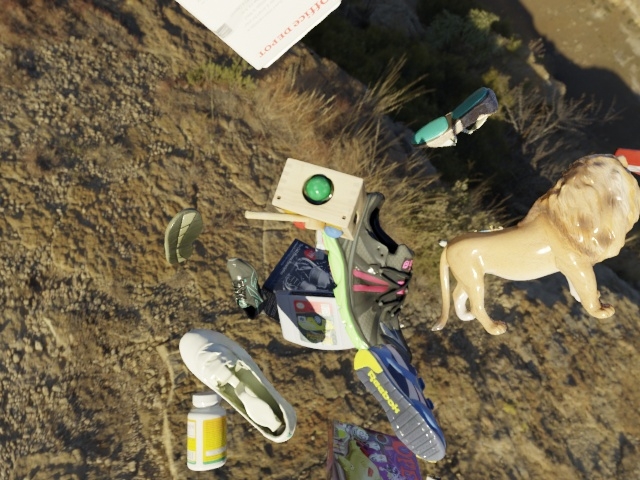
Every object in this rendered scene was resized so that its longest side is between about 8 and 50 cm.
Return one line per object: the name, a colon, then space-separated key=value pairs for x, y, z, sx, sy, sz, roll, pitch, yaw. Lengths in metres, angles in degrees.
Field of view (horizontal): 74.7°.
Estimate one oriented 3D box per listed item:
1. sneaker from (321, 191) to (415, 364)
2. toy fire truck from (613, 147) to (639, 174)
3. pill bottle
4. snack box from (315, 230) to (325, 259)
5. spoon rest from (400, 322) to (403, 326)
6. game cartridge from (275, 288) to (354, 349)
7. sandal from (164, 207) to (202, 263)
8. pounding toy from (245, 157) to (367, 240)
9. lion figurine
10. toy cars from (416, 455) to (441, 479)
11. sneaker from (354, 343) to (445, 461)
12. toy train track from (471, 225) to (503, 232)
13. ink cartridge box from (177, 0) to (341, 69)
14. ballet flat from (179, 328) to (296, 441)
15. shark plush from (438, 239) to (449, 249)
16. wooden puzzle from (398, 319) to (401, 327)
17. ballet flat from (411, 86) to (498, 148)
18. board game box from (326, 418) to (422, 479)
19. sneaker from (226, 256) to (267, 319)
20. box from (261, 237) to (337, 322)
sneaker: x=0.144 y=0.101 z=1.038 sx=0.185 sy=0.202 sz=0.483 roll=-15 pitch=88 yaw=-70
toy fire truck: x=0.867 y=-0.140 z=0.948 sx=0.254 sy=0.169 sz=0.302 roll=13 pitch=14 yaw=-20
pill bottle: x=-0.351 y=0.582 z=1.299 sx=0.117 sy=0.117 sz=0.208 roll=4 pitch=76 yaw=-34
snack box: x=0.000 y=0.000 z=1.578 sx=0.037 sy=0.141 sz=0.100 roll=3 pitch=66 yaw=-3
spoon rest: x=0.343 y=0.272 z=1.985 sx=0.137 sy=0.084 sz=0.276 roll=-8 pitch=99 yaw=-28
game cartridge: x=-0.006 y=0.262 z=1.385 sx=0.060 sy=0.294 sz=0.196 roll=-43 pitch=127 yaw=-56
sandal: x=-0.497 y=-0.019 z=1.465 sx=0.120 sy=0.303 sz=0.086 roll=-13 pitch=65 yaw=-35
pounding toy: x=-0.013 y=-0.048 z=0.599 sx=0.130 sy=0.141 sz=0.100 roll=18 pitch=84 yaw=12
lion figurine: x=0.344 y=0.023 z=0.736 sx=0.240 sy=0.392 sz=0.142 roll=67 pitch=26 yaw=-5
toy cars: x=0.469 y=0.989 z=1.810 sx=0.087 sy=0.176 sz=0.394 roll=27 pitch=24 yaw=-52
sneaker: x=0.102 y=0.182 z=0.492 sx=0.059 sy=0.053 sz=0.144 roll=-12 pitch=60 yaw=-44
toy train track: x=0.419 y=-0.029 z=1.055 sx=0.083 sy=0.048 sz=0.014 roll=-9 pitch=85 yaw=-13
ink cartridge box: x=-0.119 y=-0.431 z=0.650 sx=0.283 sy=0.207 sz=0.117 roll=16 pitch=44 yaw=-63
ballet flat: x=-0.218 y=0.377 z=1.113 sx=0.400 sy=0.139 sz=0.139 roll=42 pitch=46 yaw=5
shark plush: x=0.409 y=0.029 z=1.248 sx=0.161 sy=0.067 sz=0.073 roll=28 pitch=36 yaw=-58
wooden puzzle: x=0.212 y=0.299 z=1.622 sx=0.238 sy=0.044 sz=0.221 roll=-26 pitch=105 yaw=-39
ballet flat: x=0.465 y=-0.391 z=1.450 sx=0.106 sy=0.316 sz=0.108 roll=35 pitch=45 yaw=-29
board game box: x=0.115 y=0.520 z=0.853 sx=0.208 sy=0.056 sz=0.347 roll=21 pitch=14 yaw=-4
sneaker: x=-0.276 y=0.180 z=1.559 sx=0.267 sy=0.101 sz=0.106 roll=66 pitch=31 yaw=-31
box: x=-0.063 y=0.210 z=1.842 sx=0.312 sy=0.179 sz=0.343 roll=28 pitch=42 yaw=3
